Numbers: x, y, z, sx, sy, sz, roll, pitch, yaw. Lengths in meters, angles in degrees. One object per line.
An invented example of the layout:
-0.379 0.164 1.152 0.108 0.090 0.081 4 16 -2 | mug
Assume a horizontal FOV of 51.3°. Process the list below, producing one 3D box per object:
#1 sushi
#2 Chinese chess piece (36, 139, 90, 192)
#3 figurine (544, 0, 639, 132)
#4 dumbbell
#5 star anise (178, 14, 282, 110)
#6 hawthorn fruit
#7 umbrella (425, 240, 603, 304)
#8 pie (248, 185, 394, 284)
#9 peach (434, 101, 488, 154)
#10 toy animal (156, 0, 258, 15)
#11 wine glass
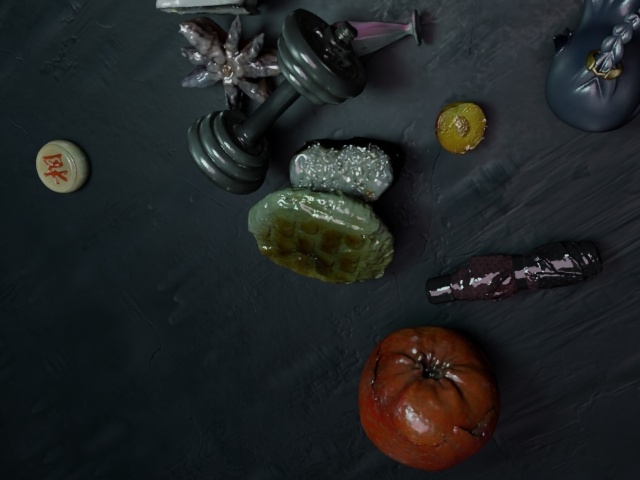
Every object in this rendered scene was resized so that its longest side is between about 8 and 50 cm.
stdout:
0.053 -0.126 1.275 0.212 0.115 0.147 -2 102 21 | sushi
-0.587 -0.169 1.520 0.122 0.051 0.122 6 109 17 | Chinese chess piece
0.464 -0.301 1.053 0.175 0.197 0.265 35 125 46 | figurine
-0.084 -0.237 1.190 0.406 0.179 0.179 -40 91 31 | dumbbell
-0.173 -0.337 1.273 0.229 0.093 0.236 -20 132 26 | star anise
0.194 0.328 1.300 0.276 0.276 0.307 25 131 10 | hawthorn fruit
0.352 0.062 1.245 0.326 0.094 0.090 -12 146 21 | umbrella
0.000 0.000 1.280 0.306 0.071 0.306 18 149 11 | pie
0.252 -0.208 1.209 0.098 0.061 0.098 -1 116 -2 | peach
-0.173 -0.531 1.199 0.249 0.174 0.289 29 116 22 | toy animal
0.101 -0.373 1.204 0.155 0.073 0.073 -7 104 20 | wine glass
